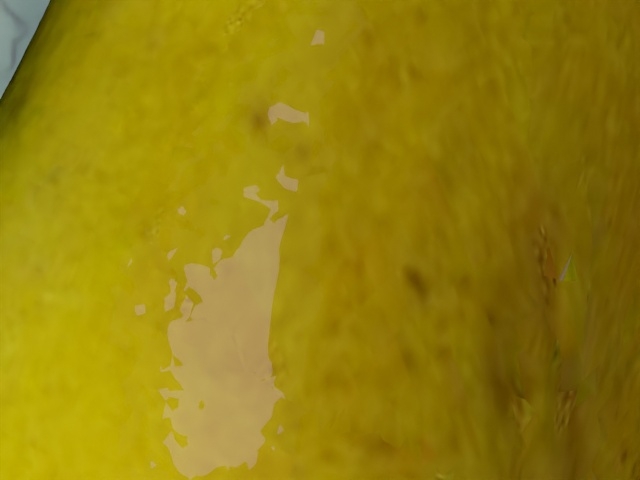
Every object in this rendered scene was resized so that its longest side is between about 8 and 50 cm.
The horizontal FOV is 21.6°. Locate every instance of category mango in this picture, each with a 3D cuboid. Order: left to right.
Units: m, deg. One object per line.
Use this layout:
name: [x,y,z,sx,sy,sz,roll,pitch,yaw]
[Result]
mango: [0.000,0.000,0.609,0.301,0.220,0.445,-3,98,-33]
